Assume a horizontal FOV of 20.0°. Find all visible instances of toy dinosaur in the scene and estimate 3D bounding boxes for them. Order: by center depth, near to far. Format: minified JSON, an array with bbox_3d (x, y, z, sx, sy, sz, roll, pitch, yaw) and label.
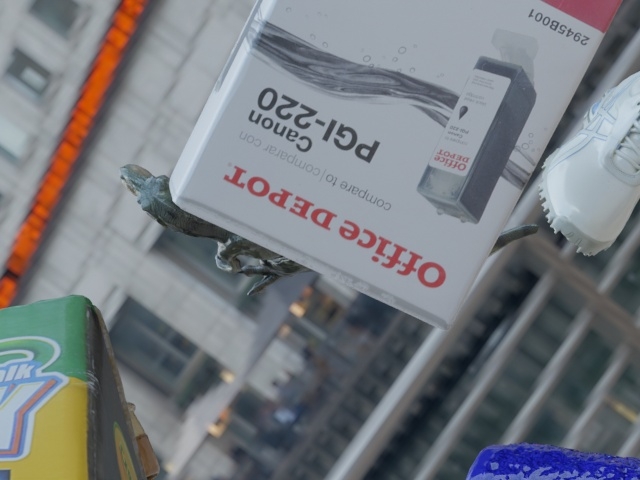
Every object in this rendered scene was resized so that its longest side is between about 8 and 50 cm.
[{"bbox_3d":[0.000,0.000,1.194,0.118,0.268,0.064,106,170,-78],"label":"toy dinosaur"}]

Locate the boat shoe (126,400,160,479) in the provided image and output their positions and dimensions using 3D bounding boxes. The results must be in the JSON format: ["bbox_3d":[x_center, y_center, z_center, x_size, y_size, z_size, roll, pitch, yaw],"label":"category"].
[{"bbox_3d":[-0.244,0.205,1.162,0.324,0.120,0.122,-40,-11,-2],"label":"boat shoe"}]

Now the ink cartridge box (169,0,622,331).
[{"bbox_3d":[0.040,-0.087,0.911,0.218,0.158,0.092,-63,8,12],"label":"ink cartridge box"}]

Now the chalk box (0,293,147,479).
[{"bbox_3d":[-0.118,0.139,0.429,0.289,0.179,0.180,-106,4,-63],"label":"chalk box"}]

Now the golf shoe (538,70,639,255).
[{"bbox_3d":[0.206,-0.066,1.230,0.086,0.069,0.176,-46,9,47],"label":"golf shoe"}]

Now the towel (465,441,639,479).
[{"bbox_3d":[0.186,0.209,0.758,0.308,0.227,0.076,0,9,42],"label":"towel"}]
